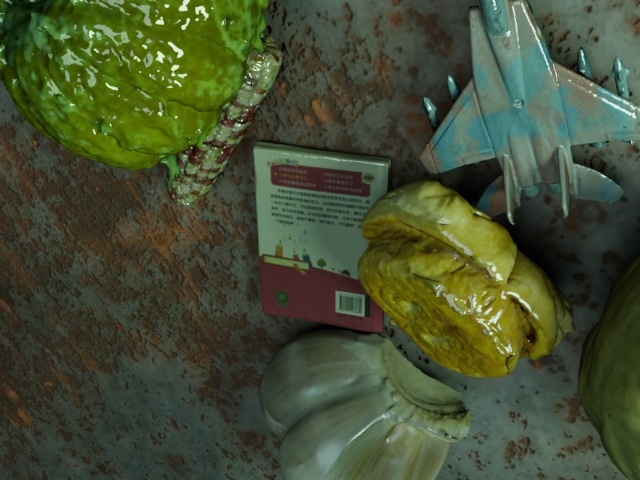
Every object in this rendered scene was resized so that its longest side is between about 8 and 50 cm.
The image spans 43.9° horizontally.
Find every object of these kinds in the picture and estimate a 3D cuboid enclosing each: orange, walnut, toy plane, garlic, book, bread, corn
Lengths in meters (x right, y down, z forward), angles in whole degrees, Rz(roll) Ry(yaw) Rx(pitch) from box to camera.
[{"bbox_3d":[-0.189,-0.219,0.755,0.301,0.223,0.300,-37,67,31],"label":"orange"},{"bbox_3d":[0.388,0.119,0.717,0.282,0.253,0.277,23,124,11],"label":"walnut"},{"bbox_3d":[0.180,-0.160,0.737,0.223,0.104,0.326,-7,117,25],"label":"toy plane"},{"bbox_3d":[0.043,0.233,1.007,0.237,0.210,0.292,18,133,-33],"label":"garlic"},{"bbox_3d":[0.000,0.000,0.952,0.162,0.022,0.232,8,119,15],"label":"book"},{"bbox_3d":[0.140,0.044,0.831,0.236,0.120,0.198,45,163,-7],"label":"bread"},{"bbox_3d":[-0.117,-0.134,0.900,0.079,0.079,0.237,35,128,1],"label":"corn"}]
